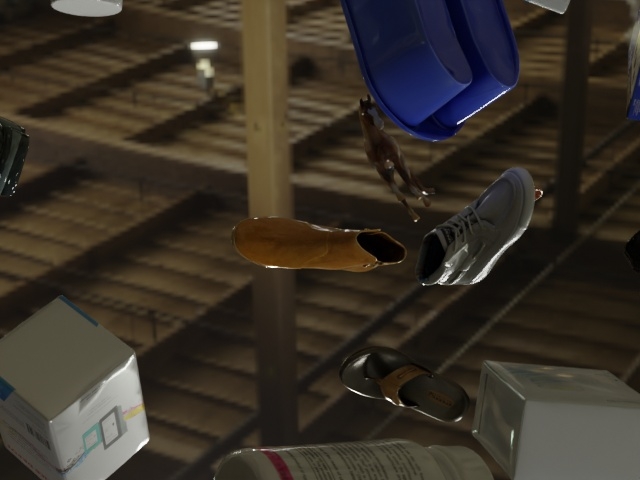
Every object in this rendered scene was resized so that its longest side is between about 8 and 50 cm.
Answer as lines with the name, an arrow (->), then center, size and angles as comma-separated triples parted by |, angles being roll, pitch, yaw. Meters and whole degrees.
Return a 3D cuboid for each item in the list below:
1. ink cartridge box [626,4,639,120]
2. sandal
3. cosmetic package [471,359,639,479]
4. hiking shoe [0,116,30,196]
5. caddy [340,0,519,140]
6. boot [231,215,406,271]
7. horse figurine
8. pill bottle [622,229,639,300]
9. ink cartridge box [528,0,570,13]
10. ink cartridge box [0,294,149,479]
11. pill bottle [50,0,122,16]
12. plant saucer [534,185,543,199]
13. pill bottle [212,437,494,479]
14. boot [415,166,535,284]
ink cartridge box -> 0.442, -0.247, 1.738 | 0.046, 0.097, 0.207 | 11, -145, 7
sandal -> 0.137, 0.235, 2.057 | 0.219, 0.090, 0.060 | 26, -168, -9
cosmetic package -> 0.383, 0.287, 2.054 | 0.224, 0.138, 0.225 | 5, -170, -11
hiking shoe -> -0.464, -0.145, 1.593 | 0.132, 0.113, 0.304 | 19, -177, -37
caddy -> 0.154, -0.324, 1.997 | 0.241, 0.341, 0.179 | -3, 163, -45
boot -> 0.001, 0.001, 2.491 | 0.295, 0.104, 0.211 | 11, 168, -33
horse figurine -> 0.122, -0.127, 2.180 | 0.066, 0.174, 0.263 | -33, 165, 7
pill bottle -> 0.442, 0.077, 1.482 | 0.122, 0.123, 0.219 | -14, -120, -28
ink cartridge box -> 0.297, -0.541, 2.366 | 0.223, 0.129, 0.307 | 7, -159, -42
ink cartridge box -> -0.446, 0.283, 2.290 | 0.198, 0.270, 0.197 | 33, -124, 26
pill bottle -> -0.323, -0.427, 1.819 | 0.119, 0.209, 0.119 | 1, 175, 0
plant saucer -> 0.364, -0.080, 2.372 | 0.083, 0.013, 0.083 | -14, 162, -5
pill bottle -> 0.038, 0.291, 1.371 | 0.283, 0.160, 0.160 | 1, -161, -30
boot -> 0.248, -0.013, 2.134 | 0.123, 0.258, 0.095 | -7, -130, -32
